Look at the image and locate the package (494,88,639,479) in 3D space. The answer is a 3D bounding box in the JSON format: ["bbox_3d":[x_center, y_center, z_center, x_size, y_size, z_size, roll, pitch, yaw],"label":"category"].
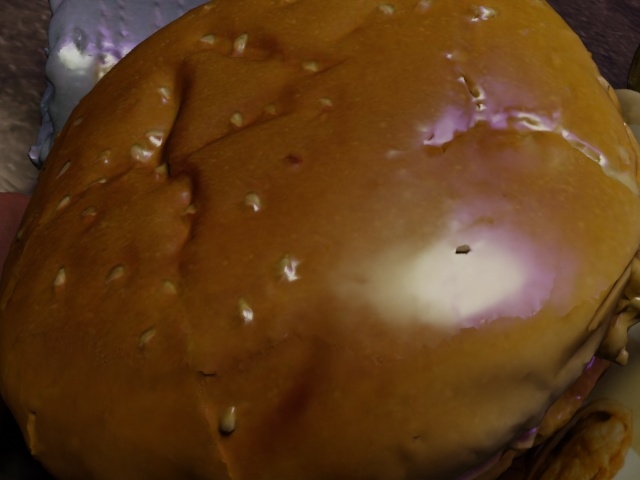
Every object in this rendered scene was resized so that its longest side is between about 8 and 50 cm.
[{"bbox_3d":[0.143,0.108,0.540,0.165,0.221,0.311,32,39,-23],"label":"package"}]

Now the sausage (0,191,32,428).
[{"bbox_3d":[-0.193,0.130,0.430,0.087,0.088,0.433,15,43,-10],"label":"sausage"}]

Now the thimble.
[{"bbox_3d":[-0.124,-0.102,0.655,0.117,0.127,0.151,6,37,-16],"label":"thimble"}]

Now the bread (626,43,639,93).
[{"bbox_3d":[0.369,-0.103,0.878,0.229,0.123,0.230,17,42,-16],"label":"bread"}]

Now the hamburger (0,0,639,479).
[{"bbox_3d":[0.000,0.000,0.476,0.314,0.170,0.290,-14,49,16],"label":"hamburger"}]
